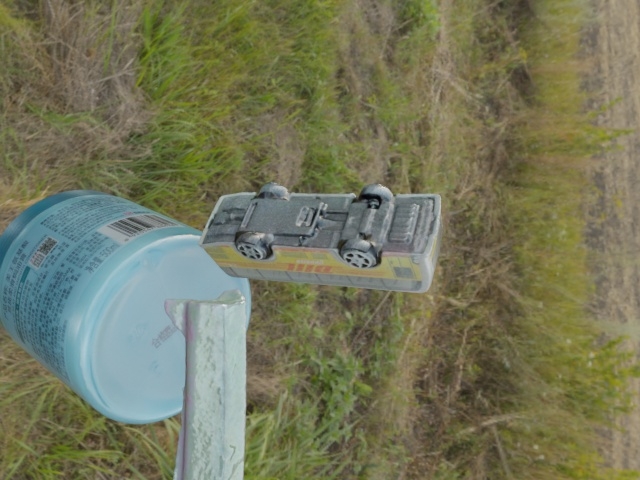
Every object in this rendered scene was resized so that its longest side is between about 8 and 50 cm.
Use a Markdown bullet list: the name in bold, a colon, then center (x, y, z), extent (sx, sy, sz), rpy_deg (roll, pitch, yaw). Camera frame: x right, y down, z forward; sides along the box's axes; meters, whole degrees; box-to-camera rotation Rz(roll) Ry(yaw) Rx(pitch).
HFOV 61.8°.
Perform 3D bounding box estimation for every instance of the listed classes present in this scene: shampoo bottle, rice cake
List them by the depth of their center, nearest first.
- **rice cake**: center (-0.113, 0.191, 0.514), extent (0.051, 0.081, 0.290), rpy_deg (10, 81, -75)
- **shampoo bottle**: center (-0.349, 0.101, 0.945), extent (0.331, 0.343, 0.331), rpy_deg (-22, 120, -44)

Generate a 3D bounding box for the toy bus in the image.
- **toy bus**: center (0.000, 0.000, 0.589), extent (0.106, 0.268, 0.092), rpy_deg (62, 38, -49)
